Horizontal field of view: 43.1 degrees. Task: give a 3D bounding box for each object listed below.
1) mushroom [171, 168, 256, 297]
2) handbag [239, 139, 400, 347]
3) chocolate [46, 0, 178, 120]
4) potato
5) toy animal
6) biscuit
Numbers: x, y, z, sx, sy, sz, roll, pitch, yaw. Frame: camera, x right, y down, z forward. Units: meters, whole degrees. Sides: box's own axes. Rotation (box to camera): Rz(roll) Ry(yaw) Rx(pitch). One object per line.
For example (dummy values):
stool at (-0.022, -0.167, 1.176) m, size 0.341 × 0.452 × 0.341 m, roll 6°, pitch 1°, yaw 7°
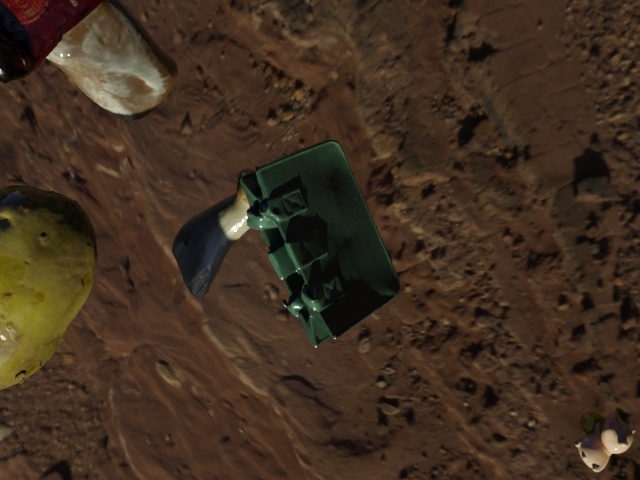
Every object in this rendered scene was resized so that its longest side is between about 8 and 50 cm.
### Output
mushroom at (-0.224, -0.024, 1.883) m, size 0.159 × 0.122 × 0.329 m, roll 50°, pitch 118°, yaw 7°
handbag at (0.000, 0.000, 1.447) m, size 0.238 × 0.089 × 0.326 m, roll -27°, pitch 96°, yaw -48°
chocolate at (-0.338, -0.301, 1.359) m, size 0.080 × 0.254 × 0.157 m, roll 34°, pitch 83°, yaw 36°
potato at (-0.192, 0.032, 0.484) m, size 0.092 × 0.070 × 0.138 m, roll 30°, pitch 106°, yaw -15°
toy animal at (0.506, 0.346, 1.433) m, size 0.114 × 0.082 × 0.091 m, roll -29°, pitch 92°, yaw -40°
biscuit at (-0.257, -0.261, 0.774) m, size 0.235 × 0.063 × 0.151 m, roll -40°, pitch 100°, yaw -15°
